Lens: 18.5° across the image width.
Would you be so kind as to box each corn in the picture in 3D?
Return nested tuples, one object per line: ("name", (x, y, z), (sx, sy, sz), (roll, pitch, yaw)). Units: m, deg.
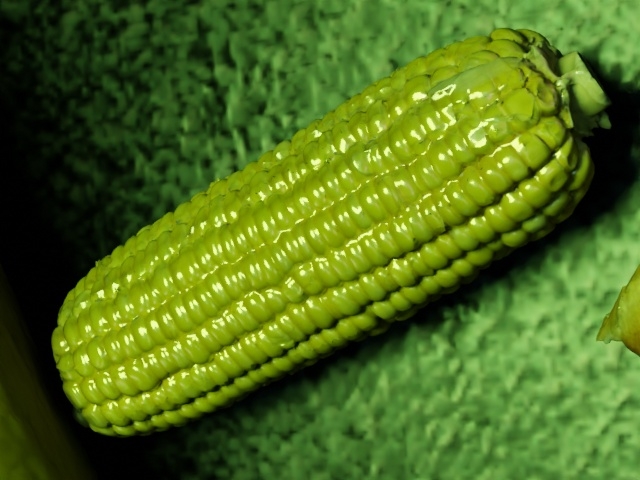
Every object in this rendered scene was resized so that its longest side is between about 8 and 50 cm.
("corn", (0.000, 0.000, 0.702), (0.238, 0.080, 0.080), (-29, 78, 25))

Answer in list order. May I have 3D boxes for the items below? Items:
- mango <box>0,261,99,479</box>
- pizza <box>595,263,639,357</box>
("mango", (-0.183, 0.028, 0.724), (0.142, 0.195, 0.331), (-34, 77, 6))
("pizza", (0.176, 0.028, 0.623), (0.131, 0.041, 0.178), (53, 136, 1))
